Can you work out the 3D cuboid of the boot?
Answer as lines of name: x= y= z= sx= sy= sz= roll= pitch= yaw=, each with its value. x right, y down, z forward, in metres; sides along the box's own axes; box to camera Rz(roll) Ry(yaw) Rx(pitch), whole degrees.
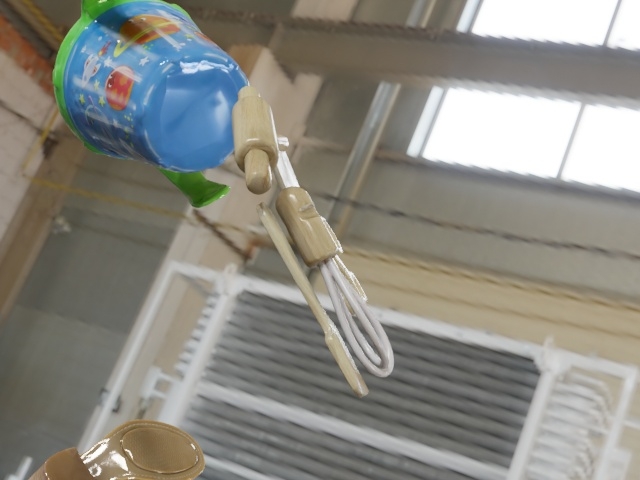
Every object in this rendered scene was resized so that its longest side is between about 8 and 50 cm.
boot: x=-0.222 y=0.249 z=1.123 sx=0.197 sy=0.073 sz=0.152 roll=0 pitch=-40 yaw=-43

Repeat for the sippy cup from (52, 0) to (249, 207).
sippy cup: x=-0.211 y=-0.196 z=1.547 sx=0.305 sy=0.240 sz=0.224 roll=26 pitch=4 yaw=-39

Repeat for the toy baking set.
toy baking set: x=-0.004 y=-0.006 z=0.819 sx=0.197 sy=0.030 sz=0.256 roll=56 pitch=10 yaw=-22
